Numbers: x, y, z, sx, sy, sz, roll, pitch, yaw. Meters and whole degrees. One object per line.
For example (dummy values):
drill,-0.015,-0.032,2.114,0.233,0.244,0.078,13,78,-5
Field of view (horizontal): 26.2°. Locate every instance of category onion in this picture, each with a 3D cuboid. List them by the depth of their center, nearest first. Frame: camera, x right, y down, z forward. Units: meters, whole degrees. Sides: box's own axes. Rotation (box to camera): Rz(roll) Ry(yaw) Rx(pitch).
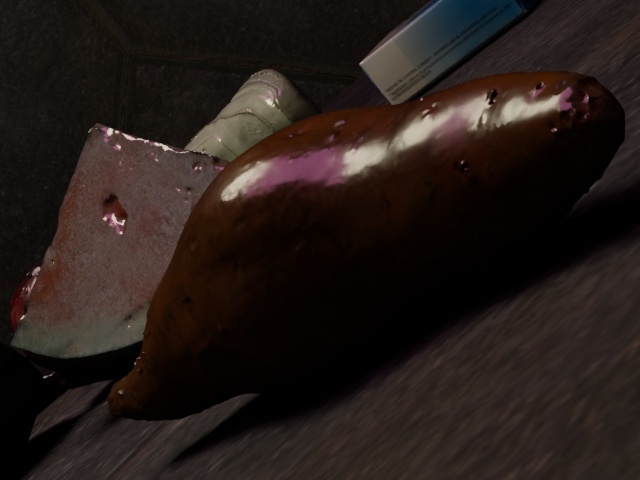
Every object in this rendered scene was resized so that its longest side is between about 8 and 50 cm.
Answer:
onion,-0.204,0.068,1.189,0.131,0.131,0.131,-39,7,5

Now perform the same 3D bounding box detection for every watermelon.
watermelon,-0.116,-0.007,1.051,0.256,0.176,0.260,-23,-8,10

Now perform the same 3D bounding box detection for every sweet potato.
sweet potato,-0.002,0.001,0.612,0.359,0.112,0.112,-38,6,42

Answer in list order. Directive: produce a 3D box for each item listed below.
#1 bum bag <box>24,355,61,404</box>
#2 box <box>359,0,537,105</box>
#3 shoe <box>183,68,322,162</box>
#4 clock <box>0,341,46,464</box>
bum bag,-0.359,0.188,1.518,0.248,0.060,0.123,-38,8,-4
box,0.152,-0.244,1.527,0.194,0.073,0.139,-35,8,33
shoe,-0.120,-0.062,1.630,0.210,0.132,0.342,-48,6,-31
clock,-0.396,0.127,1.189,0.313,0.313,0.061,-31,46,52
